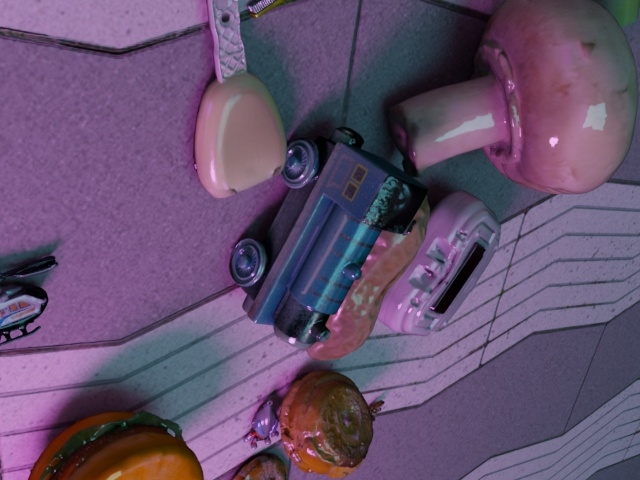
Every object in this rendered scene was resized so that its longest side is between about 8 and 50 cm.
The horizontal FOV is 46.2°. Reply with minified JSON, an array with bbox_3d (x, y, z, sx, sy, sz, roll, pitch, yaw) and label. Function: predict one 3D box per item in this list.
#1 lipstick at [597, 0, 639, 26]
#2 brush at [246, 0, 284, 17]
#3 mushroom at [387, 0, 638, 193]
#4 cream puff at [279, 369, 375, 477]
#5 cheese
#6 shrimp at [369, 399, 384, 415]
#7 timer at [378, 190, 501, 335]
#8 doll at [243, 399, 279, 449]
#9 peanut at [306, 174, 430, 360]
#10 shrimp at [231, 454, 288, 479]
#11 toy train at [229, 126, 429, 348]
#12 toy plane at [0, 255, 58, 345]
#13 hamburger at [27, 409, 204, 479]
[{"bbox_3d":[0.476,-0.486,1.173,0.076,0.076,0.304,-32,134,-20],"label":"lipstick"},{"bbox_3d":[-0.049,-0.292,0.895,0.083,0.019,0.021,-32,125,-17],"label":"brush"},{"bbox_3d":[0.275,-0.189,1.089,0.336,0.314,0.314,-20,133,-3],"label":"mushroom"},{"bbox_3d":[0.005,0.312,1.281,0.189,0.129,0.189,18,66,-46],"label":"cream puff"},{"bbox_3d":[-0.105,-0.176,0.904,0.127,0.054,0.251,-28,133,-28],"label":"cheese"},{"bbox_3d":[0.070,0.346,1.444,0.127,0.025,0.091,-41,136,-6],"label":"shrimp"},{"bbox_3d":[0.206,0.049,1.273,0.262,0.087,0.237,-57,156,5],"label":"timer"},{"bbox_3d":[-0.095,0.312,1.267,0.057,0.039,0.114,13,127,0],"label":"doll"},{"bbox_3d":[0.057,0.044,1.139,0.153,0.140,0.325,-15,133,-59],"label":"peanut"},{"bbox_3d":[-0.122,0.481,1.358,0.150,0.051,0.217,2,113,-50],"label":"shrimp"},{"bbox_3d":[0.000,0.000,1.014,0.120,0.194,0.298,14,109,-47],"label":"toy train"},{"bbox_3d":[-0.388,0.081,0.844,0.197,0.053,0.078,-19,121,-32],"label":"toy plane"},{"bbox_3d":[-0.286,0.339,1.022,0.246,0.170,0.246,-21,121,-40],"label":"hamburger"}]
